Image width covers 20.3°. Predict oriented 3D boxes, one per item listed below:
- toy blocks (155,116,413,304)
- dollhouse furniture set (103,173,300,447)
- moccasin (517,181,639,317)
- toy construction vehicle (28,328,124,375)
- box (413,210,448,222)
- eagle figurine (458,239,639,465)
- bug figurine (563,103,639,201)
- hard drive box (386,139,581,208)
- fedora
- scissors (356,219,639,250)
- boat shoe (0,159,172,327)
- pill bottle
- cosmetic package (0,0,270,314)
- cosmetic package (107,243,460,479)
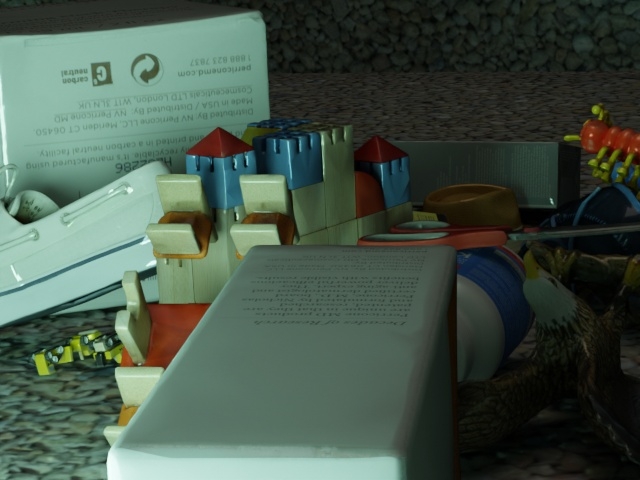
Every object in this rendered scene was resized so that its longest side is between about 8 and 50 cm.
[{"bbox_3d":[-0.029,-0.004,1.779,0.191,0.260,0.381,7,16,38],"label":"toy blocks"},{"bbox_3d":[-0.042,0.087,1.518,0.259,0.135,0.262,0,54,10],"label":"dollhouse furniture set"},{"bbox_3d":[0.294,0.023,1.936,0.117,0.137,0.342,-31,-3,-4],"label":"moccasin"},{"bbox_3d":[-0.238,0.116,1.827,0.086,0.035,0.098,-10,7,21],"label":"toy construction vehicle"},{"bbox_3d":[0.036,0.005,1.998,0.232,0.058,0.087,6,44,-22],"label":"box"},{"bbox_3d":[0.205,0.111,1.499,0.226,0.225,0.298,-45,16,44],"label":"eagle figurine"},{"bbox_3d":[0.385,-0.067,1.956,0.216,0.072,0.279,20,-5,20],"label":"bug figurine"},{"bbox_3d":[0.219,-0.086,2.384,0.232,0.089,0.181,2,1,18],"label":"hard drive box"},{"bbox_3d":[0.187,-0.026,2.228,0.194,0.079,0.194,-2,13,0],"label":"fedora"},{"bbox_3d":[0.181,-0.001,1.698,0.297,0.021,0.109,1,11,27],"label":"scissors"},{"bbox_3d":[-0.301,-0.001,1.855,0.367,0.156,0.136,-20,-4,27],"label":"boat shoe"},{"bbox_3d":[0.123,0.079,1.684,0.124,0.124,0.221,2,13,19],"label":"pill bottle"},{"bbox_3d":[-0.274,-0.118,2.184,0.329,0.327,0.394,-8,13,-21],"label":"cosmetic package"},{"bbox_3d":[0.000,0.160,1.130,0.162,0.230,0.453,0,14,8],"label":"cosmetic package"}]
